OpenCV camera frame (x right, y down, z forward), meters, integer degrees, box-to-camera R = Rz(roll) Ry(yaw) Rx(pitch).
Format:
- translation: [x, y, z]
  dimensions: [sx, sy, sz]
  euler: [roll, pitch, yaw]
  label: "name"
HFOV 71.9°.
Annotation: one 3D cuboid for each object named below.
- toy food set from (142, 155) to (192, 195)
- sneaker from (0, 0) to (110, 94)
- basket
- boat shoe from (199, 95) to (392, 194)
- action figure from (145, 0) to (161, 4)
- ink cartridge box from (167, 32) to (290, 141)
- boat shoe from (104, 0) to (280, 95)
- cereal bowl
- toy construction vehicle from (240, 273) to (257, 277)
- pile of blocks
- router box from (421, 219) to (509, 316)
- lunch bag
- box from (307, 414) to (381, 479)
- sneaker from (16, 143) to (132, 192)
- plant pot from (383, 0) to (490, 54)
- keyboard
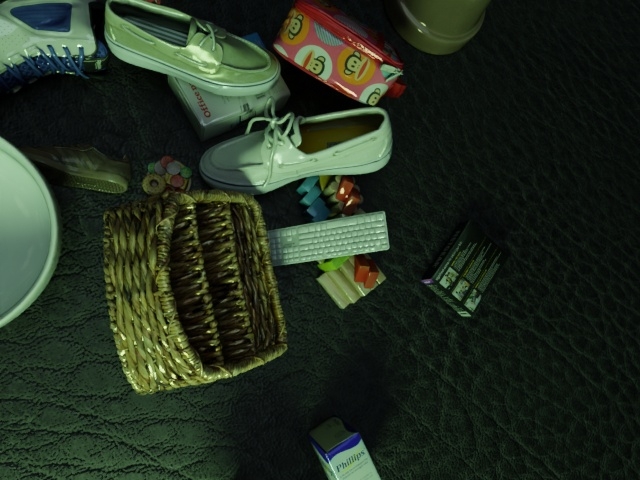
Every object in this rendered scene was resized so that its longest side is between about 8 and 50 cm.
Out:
- translation: [-0.286, -0.116, 0.831]
  dimensions: [0.084, 0.020, 0.082]
  euler: [20, 76, -15]
  label: "toy food set"
- translation: [-0.471, -0.324, 0.743]
  dimensions: [0.182, 0.127, 0.315]
  euler: [32, 72, -10]
  label: "sneaker"
- translation: [-0.190, 0.069, 0.706]
  dimensions: [0.223, 0.213, 0.298]
  euler: [-10, 85, 0]
  label: "basket"
- translation: [-0.052, -0.180, 0.791]
  dimensions: [0.368, 0.156, 0.135]
  euler: [-5, 64, 4]
  label: "boat shoe"
- translation: [-0.363, -0.499, 0.860]
  dimensions: [0.115, 0.030, 0.038]
  euler: [33, 68, -14]
  label: "action figure"
- translation: [-0.179, -0.299, 0.862]
  dimensions: [0.191, 0.082, 0.139]
  euler: [-29, 91, -19]
  label: "ink cartridge box"
- translation: [-0.215, -0.330, 0.762]
  dimensions: [0.303, 0.094, 0.108]
  euler: [7, 76, -15]
  label: "boat shoe"
- translation: [-0.566, -0.007, 0.656]
  dimensions: [0.340, 0.141, 0.338]
  euler: [3, 80, -18]
  label: "cereal bowl"
- translation: [-0.152, 0.106, 0.840]
  dimensions: [0.098, 0.035, 0.085]
  euler: [-34, 85, -20]
  label: "toy construction vehicle"
- translation: [0.031, -0.046, 0.880]
  dimensions: [0.149, 0.113, 0.361]
  euler: [-14, 86, -20]
  label: "pile of blocks"
- translation: [0.331, 0.063, 1.000]
  dimensions: [0.133, 0.046, 0.178]
  euler: [41, 71, -8]
  label: "router box"
- translation: [0.057, -0.360, 0.856]
  dimensions: [0.258, 0.293, 0.120]
  euler: [29, 118, -10]
  label: "lunch bag"
- translation: [0.047, 0.412, 0.809]
  dimensions: [0.072, 0.126, 0.137]
  euler: [-25, 90, -19]
  label: "box"
- translation: [-0.431, -0.136, 0.772]
  dimensions: [0.189, 0.066, 0.071]
  euler: [14, 61, -22]
  label: "sneaker"
- translation: [0.308, -0.595, 0.995]
  dimensions: [0.263, 0.229, 0.262]
  euler: [3, 82, -19]
  label: "plant pot"
- translation: [0.000, 0.000, 0.835]
  dimensions: [0.256, 0.014, 0.072]
  euler: [-9, 84, 17]
  label: "keyboard"
